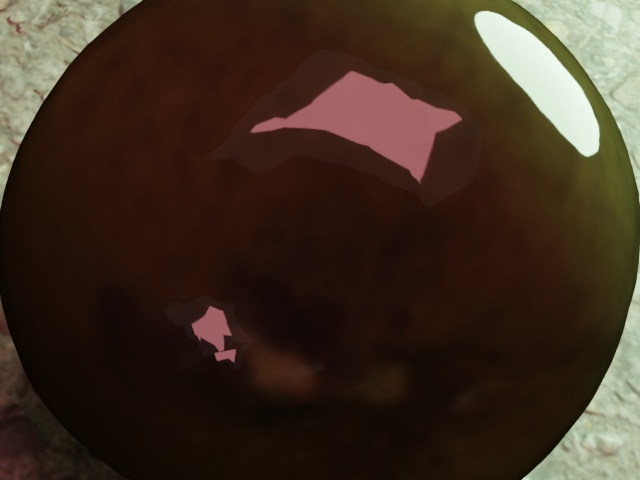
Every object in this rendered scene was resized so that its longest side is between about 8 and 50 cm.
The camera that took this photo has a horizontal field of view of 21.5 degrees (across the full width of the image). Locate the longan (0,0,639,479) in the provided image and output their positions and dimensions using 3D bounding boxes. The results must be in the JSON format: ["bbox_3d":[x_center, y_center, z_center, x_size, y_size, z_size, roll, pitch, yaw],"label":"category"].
[{"bbox_3d":[0.000,0.000,0.848,0.319,0.319,0.319,11,49,-13],"label":"longan"}]
